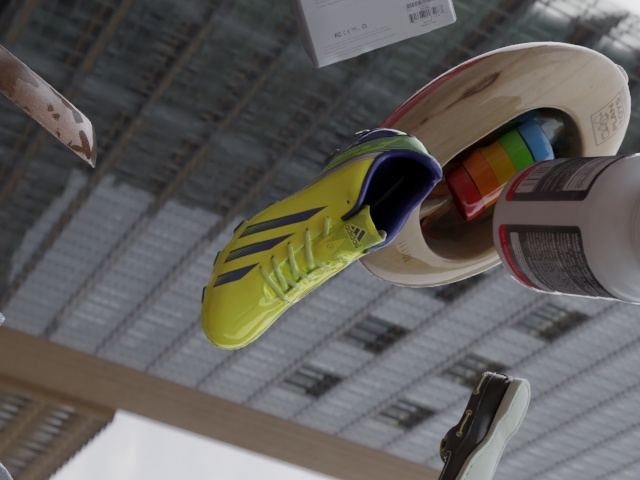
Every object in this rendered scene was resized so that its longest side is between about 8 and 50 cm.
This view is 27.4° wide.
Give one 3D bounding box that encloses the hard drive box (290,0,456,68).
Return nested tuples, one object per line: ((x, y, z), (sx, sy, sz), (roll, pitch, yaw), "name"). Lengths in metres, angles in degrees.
((0.040, -0.345, 1.537), (0.089, 0.181, 0.232), (-115, -173, -61), "hard drive box")

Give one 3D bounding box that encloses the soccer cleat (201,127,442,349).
((0.000, -0.001, 1.287), (0.289, 0.093, 0.121), (-44, -145, -12), "soccer cleat")

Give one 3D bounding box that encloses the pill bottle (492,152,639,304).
((0.355, -0.015, 1.571), (0.318, 0.176, 0.176), (4, -106, 68), "pill bottle")

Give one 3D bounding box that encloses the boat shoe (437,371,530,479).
((0.197, 0.268, 1.716), (0.068, 0.081, 0.228), (16, -126, 31), "boat shoe")

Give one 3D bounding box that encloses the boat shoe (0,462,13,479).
((-0.298, 0.348, 1.280), (0.335, 0.121, 0.119), (53, -38, 34), "boat shoe")

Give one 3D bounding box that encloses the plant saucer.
((-0.289, -0.147, 1.288), (0.036, 0.198, 0.198), (-51, -159, -4), "plant saucer")

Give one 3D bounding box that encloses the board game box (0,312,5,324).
((-0.416, 0.065, 1.273), (0.194, 0.194, 0.060), (-60, 160, -18), "board game box")

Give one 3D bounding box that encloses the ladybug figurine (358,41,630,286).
((0.218, -0.119, 1.789), (0.449, 0.305, 0.162), (-30, -139, -9), "ladybug figurine")
